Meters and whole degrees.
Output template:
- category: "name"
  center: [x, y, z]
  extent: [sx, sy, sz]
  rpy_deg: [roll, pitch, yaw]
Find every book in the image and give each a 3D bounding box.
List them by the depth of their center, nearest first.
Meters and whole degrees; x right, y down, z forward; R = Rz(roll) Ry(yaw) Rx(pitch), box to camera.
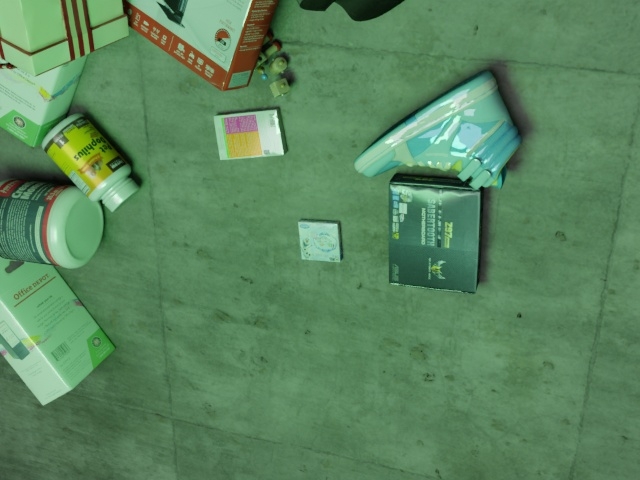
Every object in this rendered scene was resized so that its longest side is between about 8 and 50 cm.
- category: "book"
  center: [-0.147, -0.222, 1.701]
  extent: [0.144, 0.035, 0.096]
  rpy_deg: [-1, 111, 21]

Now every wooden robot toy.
- category: "wooden robot toy"
  center: [-0.122, -0.360, 1.620]
  extent: [0.173, 0.076, 0.079]
  rpy_deg: [52, 156, -9]

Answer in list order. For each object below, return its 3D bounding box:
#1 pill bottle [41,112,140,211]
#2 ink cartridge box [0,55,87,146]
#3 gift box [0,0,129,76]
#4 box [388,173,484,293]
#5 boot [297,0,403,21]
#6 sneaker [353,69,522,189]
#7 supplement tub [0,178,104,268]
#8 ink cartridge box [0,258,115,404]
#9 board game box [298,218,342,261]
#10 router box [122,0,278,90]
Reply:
- category: "pill bottle"
  center: [-0.505, -0.169, 1.811]
  extent: [0.117, 0.117, 0.215]
  rpy_deg: [-38, 97, 31]
- category: "ink cartridge box"
  center: [-0.632, -0.378, 1.758]
  extent: [0.201, 0.117, 0.278]
  rpy_deg: [33, 121, 3]
- category: "gift box"
  center: [-0.528, -0.473, 1.519]
  extent: [0.276, 0.255, 0.258]
  rpy_deg: [33, 138, 31]
- category: "box"
  center: [0.231, -0.013, 1.642]
  extent: [0.184, 0.059, 0.232]
  rpy_deg: [6, 117, 17]
- category: "boot"
  center: [0.019, -0.531, 1.427]
  extent: [0.096, 0.264, 0.280]
  rpy_deg: [-28, 75, 51]
- category: "sneaker"
  center: [0.230, -0.153, 1.537]
  extent: [0.319, 0.127, 0.208]
  rpy_deg: [-30, 100, 30]
- category: "supplement tub"
  center: [-0.662, -0.043, 1.888]
  extent: [0.272, 0.191, 0.191]
  rpy_deg: [7, 117, 17]
- category: "ink cartridge box"
  center: [-0.698, 0.197, 2.008]
  extent: [0.119, 0.207, 0.353]
  rpy_deg: [-29, 101, 28]
- category: "board game box"
  center: [0.000, 0.000, 1.758]
  extent: [0.090, 0.020, 0.090]
  rpy_deg: [4, 116, 19]
- category: "router box"
  center: [-0.232, -0.494, 1.521]
  extent: [0.335, 0.082, 0.301]
  rpy_deg: [37, 123, 21]
